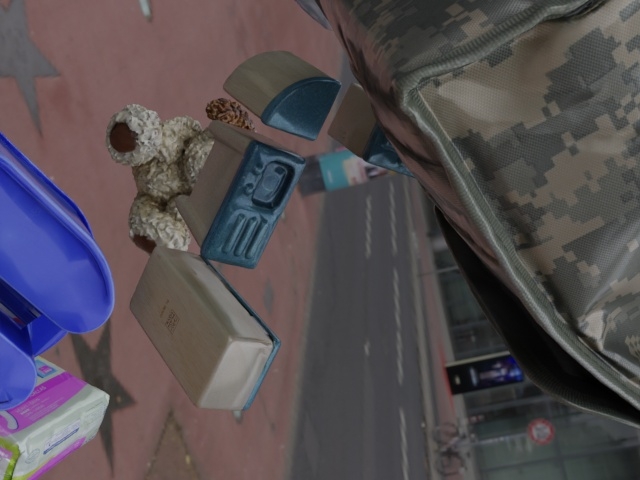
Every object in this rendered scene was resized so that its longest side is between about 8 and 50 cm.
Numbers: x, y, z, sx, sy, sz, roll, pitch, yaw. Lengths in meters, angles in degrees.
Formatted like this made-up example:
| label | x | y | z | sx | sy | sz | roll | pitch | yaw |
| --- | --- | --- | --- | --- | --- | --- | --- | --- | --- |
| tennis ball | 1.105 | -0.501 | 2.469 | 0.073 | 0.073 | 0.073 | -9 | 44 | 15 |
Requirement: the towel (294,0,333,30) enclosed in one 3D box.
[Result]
| label | x | y | z | sx | sy | sz | roll | pitch | yaw |
| --- | --- | --- | --- | --- | --- | --- | --- | --- | --- |
| towel | 0.006 | -0.435 | 0.784 | 0.320 | 0.374 | 0.090 | 40 | -16 | -16 |

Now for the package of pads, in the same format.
| label | x | y | z | sx | sy | sz | roll | pitch | yaw |
| --- | --- | --- | --- | --- | --- | --- | --- | --- | --- |
| package of pads | -0.477 | 0.217 | 1.163 | 0.101 | 0.296 | 0.229 | -67 | 169 | 15 |

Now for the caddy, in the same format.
| label | x | y | z | sx | sy | sz | roll | pitch | yaw |
| --- | --- | --- | --- | --- | --- | --- | --- | --- | --- |
| caddy | -0.376 | 0.012 | 0.874 | 0.341 | 0.241 | 0.179 | 51 | -9 | -33 |

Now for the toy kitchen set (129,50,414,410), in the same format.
| label | x | y | z | sx | sy | sz | roll | pitch | yaw |
| --- | --- | --- | --- | --- | --- | --- | --- | --- | --- |
| toy kitchen set | 0.000 | 0.000 | 0.575 | 0.166 | 0.207 | 0.122 | 14 | 19 | -39 |

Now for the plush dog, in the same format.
| label | x | y | z | sx | sy | sz | roll | pitch | yaw |
| --- | --- | --- | --- | --- | --- | --- | --- | --- | --- |
| plush dog | -0.194 | -0.118 | 1.382 | 0.210 | 0.225 | 0.262 | -66 | 152 | -62 |

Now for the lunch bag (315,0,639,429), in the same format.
| label | x | y | z | sx | sy | sz | roll | pitch | yaw |
| --- | --- | --- | --- | --- | --- | --- | --- | --- | --- |
| lunch bag | 0.137 | -0.039 | 0.444 | 0.287 | 0.169 | 0.235 | 52 | 11 | -28 |
